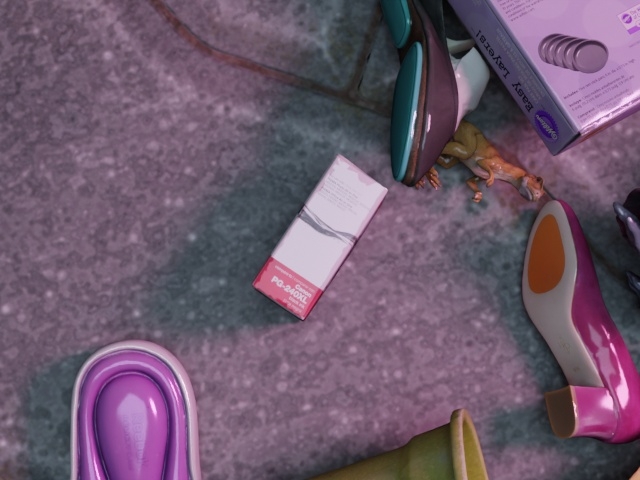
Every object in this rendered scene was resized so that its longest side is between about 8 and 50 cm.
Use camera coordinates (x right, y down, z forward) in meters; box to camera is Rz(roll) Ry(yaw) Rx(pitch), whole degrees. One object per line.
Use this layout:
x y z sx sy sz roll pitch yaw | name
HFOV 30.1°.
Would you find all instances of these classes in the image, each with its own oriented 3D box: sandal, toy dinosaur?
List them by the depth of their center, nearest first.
-0.171 0.304 1.139 0.169 0.102 0.416 -13 86 -2 | sandal
0.138 -0.103 1.208 0.112 0.064 0.211 -35 74 -14 | toy dinosaur

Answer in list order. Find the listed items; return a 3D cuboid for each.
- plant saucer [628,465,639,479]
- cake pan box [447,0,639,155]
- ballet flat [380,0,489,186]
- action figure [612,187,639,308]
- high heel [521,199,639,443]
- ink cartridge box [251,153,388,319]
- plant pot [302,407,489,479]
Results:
0.334 0.378 1.091 0.333 0.081 0.333 -36 92 -35 | plant saucer
0.266 -0.244 1.138 0.267 0.070 0.245 -30 82 -19 | cake pan box
0.112 -0.183 1.158 0.096 0.095 0.280 2 67 -11 | ballet flat
0.462 -0.056 1.106 0.370 0.248 0.275 -30 88 0 | action figure
0.275 0.080 1.191 0.117 0.082 0.244 5 69 -32 | high heel
0.000 0.000 1.161 0.063 0.109 0.150 34 86 3 | ink cartridge box
0.036 0.313 1.082 0.254 0.276 0.276 -13 86 10 | plant pot
